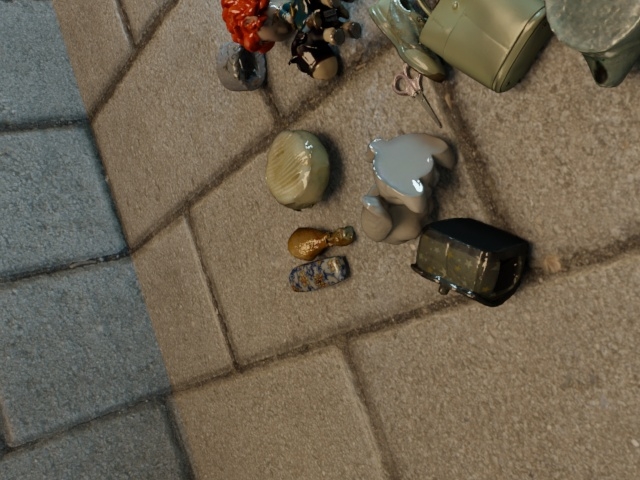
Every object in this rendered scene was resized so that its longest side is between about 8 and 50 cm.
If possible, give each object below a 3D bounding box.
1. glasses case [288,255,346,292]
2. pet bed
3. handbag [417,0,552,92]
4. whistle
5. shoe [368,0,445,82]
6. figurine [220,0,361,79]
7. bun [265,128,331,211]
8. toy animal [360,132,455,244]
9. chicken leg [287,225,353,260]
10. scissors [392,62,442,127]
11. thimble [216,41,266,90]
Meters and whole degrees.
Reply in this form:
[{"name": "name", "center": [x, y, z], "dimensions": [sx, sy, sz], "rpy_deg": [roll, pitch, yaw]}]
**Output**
[{"name": "glasses case", "center": [-0.012, 0.104, 2.027], "dimensions": [0.248, 0.065, 0.087], "rpy_deg": [-16, 87, 50]}, {"name": "pet bed", "center": [0.330, 0.057, 1.508], "dimensions": [0.211, 0.183, 0.159], "rpy_deg": [28, 119, 43]}, {"name": "handbag", "center": [0.321, -0.472, 1.403], "dimensions": [0.315, 0.109, 0.241], "rpy_deg": [47, 131, 23]}, {"name": "whistle", "center": [0.490, -0.480, 1.176], "dimensions": [0.188, 0.168, 0.404], "rpy_deg": [-32, 71, 48]}, {"name": "shoe", "center": [0.215, -0.476, 1.563], "dimensions": [0.098, 0.103, 0.275], "rpy_deg": [-46, 66, 34]}, {"name": "figurine", "center": [-0.076, -0.601, 1.810], "dimensions": [0.412, 0.241, 0.306], "rpy_deg": [35, 152, 18]}, {"name": "bun", "center": [-0.052, -0.199, 1.930], "dimensions": [0.239, 0.141, 0.239], "rpy_deg": [1, 91, 54]}, {"name": "toy animal", "center": [0.188, -0.107, 1.629], "dimensions": [0.206, 0.271, 0.265], "rpy_deg": [23, 146, 15]}, {"name": "chicken leg", "center": [-0.002, 0.001, 1.976], "dimensions": [0.251, 0.087, 0.107], "rpy_deg": [-13, 83, 46]}, {"name": "scissors", "center": [0.241, -0.346, 1.634], "dimensions": [0.100, 0.015, 0.189], "rpy_deg": [-46, 66, 43]}, {"name": "thimble", "center": [-0.246, -0.535, 2.077], "dimensions": [0.118, 0.127, 0.151], "rpy_deg": [11, 104, 47]}]
